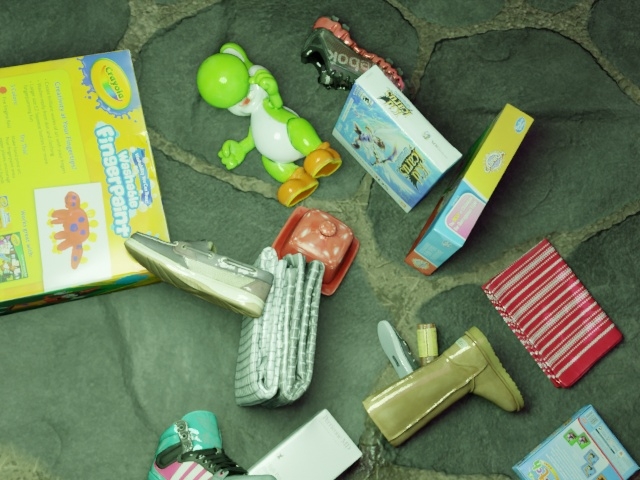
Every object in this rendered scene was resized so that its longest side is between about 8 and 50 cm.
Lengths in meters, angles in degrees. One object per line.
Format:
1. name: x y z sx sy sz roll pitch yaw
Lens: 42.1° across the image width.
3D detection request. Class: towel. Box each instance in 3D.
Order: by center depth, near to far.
1. towel: -0.081 0.170 1.570 0.121 0.235 0.283 8 74 -11
2. towel: 0.499 0.155 1.780 0.199 0.031 0.275 -34 83 -17

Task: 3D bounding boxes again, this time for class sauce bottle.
1. sauce bottle: 0.221 0.233 1.702 0.042 0.042 0.128 -1 84 -10

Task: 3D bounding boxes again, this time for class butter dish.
1. butter dish: 0.000 0.000 1.679 0.160 0.118 0.160 31 57 -1

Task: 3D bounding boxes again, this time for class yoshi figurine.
1. yoshi figurine: -0.133 -0.250 1.701 0.203 0.203 0.362 -35 80 -10

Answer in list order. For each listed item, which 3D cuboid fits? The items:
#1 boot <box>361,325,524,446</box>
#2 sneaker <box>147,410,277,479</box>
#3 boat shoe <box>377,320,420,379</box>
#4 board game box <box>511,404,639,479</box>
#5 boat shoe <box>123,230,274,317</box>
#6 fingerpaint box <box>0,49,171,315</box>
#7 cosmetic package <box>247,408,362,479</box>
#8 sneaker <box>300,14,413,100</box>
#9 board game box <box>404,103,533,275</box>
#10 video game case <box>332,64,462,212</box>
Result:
1. boot: 0.246 0.322 1.657 0.269 0.089 0.236 -36 113 -2
2. sneaker: -0.193 0.396 1.501 0.296 0.124 0.178 -14 60 29
3. boat shoe: 0.162 0.226 1.697 0.040 0.049 0.142 -20 80 -34
4. board game box: 0.519 0.463 1.693 0.211 0.039 0.160 -34 83 -17
5. boat shoe: -0.212 0.044 1.468 0.285 0.103 0.092 23 69 19
6. fingerpaint box: -0.503 -0.110 1.609 0.371 0.163 0.444 -12 79 -12
7. cosmetic package: -0.047 0.436 1.580 0.231 0.085 0.117 -38 84 -16
8. sneaker: 0.070 -0.364 1.814 0.276 0.097 0.135 39 72 4
9. board game box: 0.300 -0.097 1.704 0.064 0.242 0.316 32 71 1
10. video game case: 0.145 -0.196 1.689 0.061 0.269 0.244 -42 85 -16
